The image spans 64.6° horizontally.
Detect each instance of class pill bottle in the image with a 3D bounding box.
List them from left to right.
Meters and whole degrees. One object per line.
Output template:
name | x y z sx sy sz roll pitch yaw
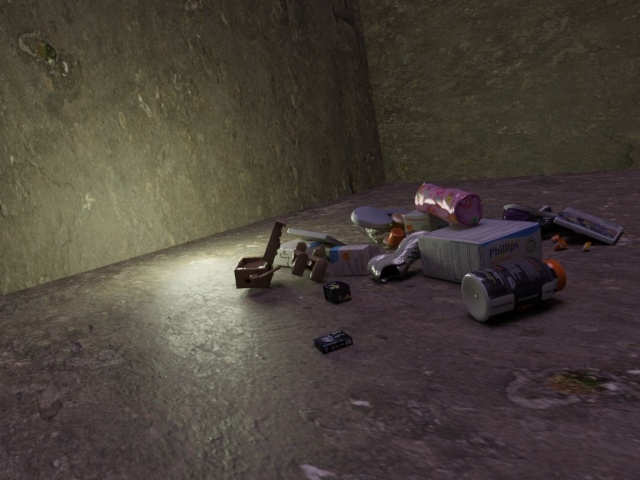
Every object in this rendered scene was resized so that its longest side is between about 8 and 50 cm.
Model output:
pill bottle | 0.500 0.117 1.298 0.246 0.130 0.130 -13 12 -13

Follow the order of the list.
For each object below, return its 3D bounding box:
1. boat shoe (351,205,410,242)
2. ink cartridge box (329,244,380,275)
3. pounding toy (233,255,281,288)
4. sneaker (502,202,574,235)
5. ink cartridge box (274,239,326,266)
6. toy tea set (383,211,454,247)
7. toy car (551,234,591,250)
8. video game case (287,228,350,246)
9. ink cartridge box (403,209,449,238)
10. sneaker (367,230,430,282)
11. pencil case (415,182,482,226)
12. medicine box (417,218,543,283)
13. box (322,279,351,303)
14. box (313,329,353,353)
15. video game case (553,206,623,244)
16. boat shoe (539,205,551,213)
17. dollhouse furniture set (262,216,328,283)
boat shoe | 0.268 -0.067 2.369 0.367 0.156 0.135 -5 45 -42
ink cartridge box | 0.132 0.074 1.895 0.182 0.104 0.062 -4 13 29
pounding toy | -0.235 0.142 1.946 0.181 0.094 0.206 -3 21 6
sneaker | 0.828 -0.047 1.936 0.284 0.124 0.107 13 -9 0
ink cartridge box | -0.095 0.057 2.226 0.148 0.085 0.203 -17 13 -35
toy tea set | 0.421 -0.040 2.270 0.337 0.124 0.200 -11 43 -19
toy car | 0.841 0.011 1.714 0.040 0.060 0.122 -51 22 -22
video game case | 0.000 0.000 2.252 0.227 0.026 0.206 10 -11 40
ink cartridge box | 0.420 -0.033 1.979 0.127 0.176 0.128 -20 15 -41
sneaker | 0.294 0.069 1.753 0.263 0.099 0.121 -33 24 5
pencil case | 0.444 -0.130 1.773 0.124 0.124 0.284 -14 17 -16
medicine box | 0.516 0.031 1.653 0.264 0.148 0.289 -16 13 -27
box | 0.053 0.167 1.644 0.062 0.052 0.083 -15 11 -21
box | 0.032 0.259 1.297 0.084 0.018 0.067 -14 13 -19
video game case | 0.956 -0.055 1.806 0.201 0.023 0.184 28 31 29
boat shoe | 0.986 -0.116 2.234 0.142 0.049 0.040 -21 34 -37
dollhouse furniture set | -0.080 0.030 1.940 0.242 0.160 0.212 19 9 -6
